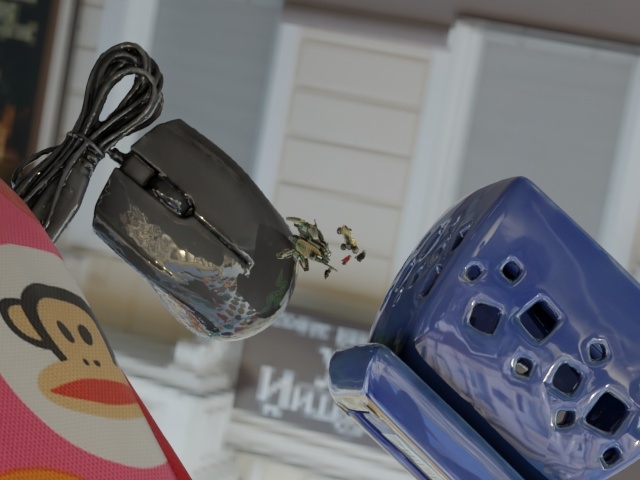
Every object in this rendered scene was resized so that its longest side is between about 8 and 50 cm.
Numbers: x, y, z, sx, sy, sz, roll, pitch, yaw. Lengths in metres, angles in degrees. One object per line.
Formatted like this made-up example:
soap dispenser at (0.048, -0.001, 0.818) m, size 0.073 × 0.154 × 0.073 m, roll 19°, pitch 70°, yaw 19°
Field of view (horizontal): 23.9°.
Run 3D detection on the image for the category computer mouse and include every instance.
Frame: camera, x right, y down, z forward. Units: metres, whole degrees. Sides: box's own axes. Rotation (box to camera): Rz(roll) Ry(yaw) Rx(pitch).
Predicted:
computer mouse at (-0.104, -0.006, 1.179) m, size 0.072 × 0.188 × 0.272 m, roll 19°, pitch 162°, yaw 50°

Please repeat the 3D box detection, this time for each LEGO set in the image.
LEGO set at (0.002, 0.002, 1.096) m, size 0.083 × 0.054 × 0.023 m, roll 9°, pitch -134°, yaw 36°

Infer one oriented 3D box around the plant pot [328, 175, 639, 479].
plant pot at (0.147, 0.108, 1.238) m, size 0.236 × 0.212 × 0.236 m, roll 44°, pitch 169°, yaw -4°

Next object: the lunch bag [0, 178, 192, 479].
lunch bag at (-0.141, 0.148, 0.380) m, size 0.120 × 0.293 × 0.258 m, roll 4°, pitch -132°, yaw -53°
